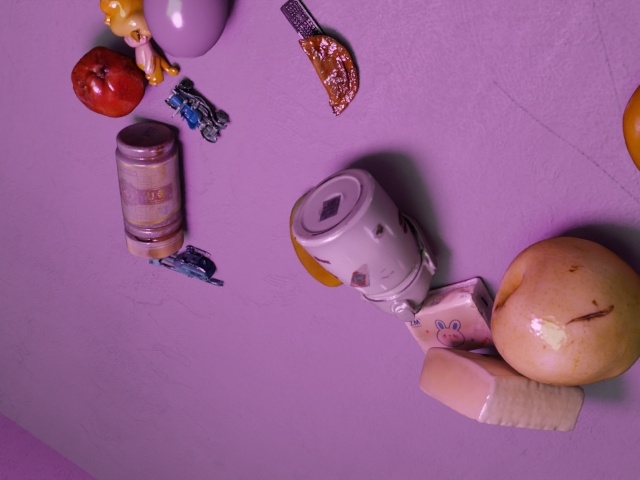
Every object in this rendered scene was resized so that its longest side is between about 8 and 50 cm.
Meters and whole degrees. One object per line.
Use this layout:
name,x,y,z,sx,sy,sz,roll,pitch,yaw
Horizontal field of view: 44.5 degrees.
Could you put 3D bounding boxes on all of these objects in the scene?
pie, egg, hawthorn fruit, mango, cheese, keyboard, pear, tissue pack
pie,0.032,-0.352,1.632,0.088,0.033,0.191,-12,127,22
egg,-0.276,-0.497,1.613,0.176,0.176,0.232,22,124,15
hawthorn fruit,-0.496,-0.375,1.823,0.173,0.174,0.179,13,159,21
mango,-0.004,0.004,1.866,0.137,0.091,0.237,-25,102,33
cheese,0.389,0.318,1.697,0.242,0.265,0.124,10,88,62
keyboard,-0.022,-0.433,1.626,0.053,0.010,0.155,-30,104,41
pear,0.495,0.146,1.553,0.309,0.309,0.309,15,127,20
tissue pack,0.306,0.185,1.813,0.196,0.092,0.148,-20,111,38

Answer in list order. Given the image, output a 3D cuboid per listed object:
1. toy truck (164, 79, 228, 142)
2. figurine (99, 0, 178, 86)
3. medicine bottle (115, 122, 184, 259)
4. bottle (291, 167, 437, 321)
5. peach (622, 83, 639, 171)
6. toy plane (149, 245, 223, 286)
toy truck,-0.295,-0.295,1.829,0.154,0.078,0.080,42,133,-3
figurine,-0.404,-0.468,1.752,0.156,0.131,0.246,54,164,42
medicine bottle,-0.428,-0.124,1.970,0.151,0.151,0.323,17,128,18
bottle,0.121,0.019,1.715,0.229,0.229,0.351,-16,134,36
peach,0.645,-0.191,1.336,0.251,0.153,0.251,25,146,19
toy plane,-0.373,0.062,2.136,0.235,0.060,0.096,19,142,12
